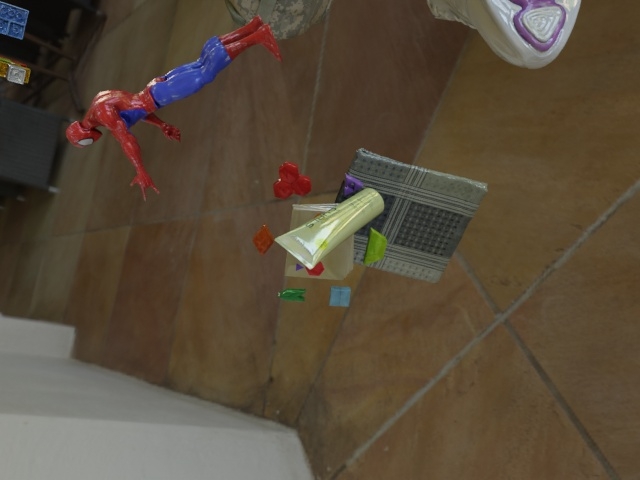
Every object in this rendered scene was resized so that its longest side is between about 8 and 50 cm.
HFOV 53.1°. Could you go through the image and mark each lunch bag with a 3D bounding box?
[{"bbox_3d":[-0.048,-0.525,1.124,0.256,0.213,0.305,-81,15,-50],"label":"lunch bag"}]

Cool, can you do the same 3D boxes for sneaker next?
[{"bbox_3d":[0.187,-0.284,0.710,0.152,0.114,0.305,102,160,-55],"label":"sneaker"}]

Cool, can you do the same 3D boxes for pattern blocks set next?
[{"bbox_3d":[0.000,0.000,1.380,0.026,0.286,0.324,-97,22,-61],"label":"pattern blocks set"}]

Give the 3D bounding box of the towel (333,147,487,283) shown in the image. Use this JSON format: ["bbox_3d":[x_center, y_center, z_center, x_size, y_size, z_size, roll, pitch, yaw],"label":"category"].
[{"bbox_3d":[0.186,-0.051,1.502,0.056,0.324,0.312,-87,14,-53],"label":"towel"}]

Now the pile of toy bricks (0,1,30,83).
[{"bbox_3d":[-0.417,-0.244,0.674,0.105,0.212,0.118,36,111,50],"label":"pile of toy bricks"}]

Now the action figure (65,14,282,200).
[{"bbox_3d":[-0.174,-0.160,0.812,0.280,0.139,0.091,-24,32,-3],"label":"action figure"}]

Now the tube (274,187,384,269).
[{"bbox_3d":[0.029,-0.027,1.227,0.070,0.240,0.062,-1,116,49],"label":"tube"}]
